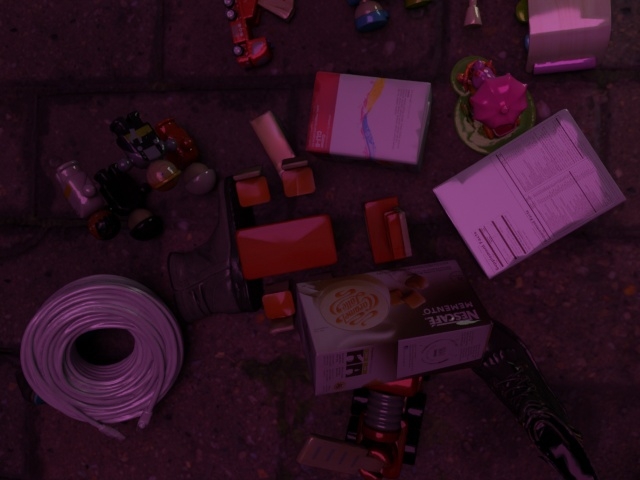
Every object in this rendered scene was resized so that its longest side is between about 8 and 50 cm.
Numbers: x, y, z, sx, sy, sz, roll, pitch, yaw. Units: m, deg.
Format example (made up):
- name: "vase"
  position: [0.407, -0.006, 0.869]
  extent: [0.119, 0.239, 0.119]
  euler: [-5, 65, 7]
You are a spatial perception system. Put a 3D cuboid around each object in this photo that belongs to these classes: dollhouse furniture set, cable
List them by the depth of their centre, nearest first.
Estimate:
- name: "dollhouse furniture set"
  position: [0.000, 0.000, 0.972]
  extent: [0.259, 0.135, 0.262]
  euler: [-11, 101, 1]
- name: "cable"
  position: [-0.359, 0.182, 1.046]
  extent: [0.257, 0.089, 0.257]
  euler: [34, 98, -21]

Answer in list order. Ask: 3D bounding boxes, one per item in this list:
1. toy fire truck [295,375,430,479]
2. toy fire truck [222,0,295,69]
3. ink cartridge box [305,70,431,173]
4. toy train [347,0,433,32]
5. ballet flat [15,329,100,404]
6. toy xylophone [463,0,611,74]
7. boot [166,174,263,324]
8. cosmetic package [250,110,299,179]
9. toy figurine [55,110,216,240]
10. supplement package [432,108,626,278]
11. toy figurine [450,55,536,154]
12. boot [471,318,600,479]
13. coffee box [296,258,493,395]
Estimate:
- name: "toy fire truck"
  position: [0.075, 0.254, 0.928]
  extent: [0.159, 0.246, 0.217]
  euler: [10, 92, 11]
- name: "toy fire truck"
  position: [-0.094, -0.400, 1.067]
  extent: [0.135, 0.047, 0.192]
  euler: [-12, 88, 10]
- name: "ink cartridge box"
  position: [0.082, -0.184, 0.988]
  extent: [0.176, 0.128, 0.127]
  euler: [9, 92, 12]
- name: "toy train"
  position: [0.149, -0.439, 0.996]
  extent: [0.248, 0.105, 0.143]
  euler: [-16, 97, 11]
- name: "ballet flat"
  position: [-0.465, 0.167, 1.121]
  extent: [0.096, 0.095, 0.280]
  euler: [41, 98, 21]
- name: "toy xylophone"
  position: [0.341, -0.423, 0.960]
  extent: [0.236, 0.081, 0.322]
  euler: [6, 91, 11]
- name: "boot"
  position: [-0.197, 0.018, 1.073]
  extent: [0.161, 0.083, 0.246]
  euler: [-8, 87, 17]
- name: "cosmetic package"
  position: [-0.069, -0.157, 1.055]
  extent: [0.041, 0.060, 0.115]
  euler: [-30, 82, 8]
- name: "toy figurine"
  position: [-0.298, -0.095, 1.026]
  extent: [0.213, 0.209, 0.148]
  euler: [-35, 89, 10]
- name: "supplement package"
  position: [0.291, -0.060, 0.912]
  extent: [0.203, 0.194, 0.149]
  euler: [-32, 83, 9]
- name: "toy figurine"
  position: [0.257, -0.223, 0.938]
  extent: [0.130, 0.159, 0.173]
  euler: [-27, 84, 10]
- name: "boot"
  position: [0.297, 0.225, 0.891]
  extent: [0.091, 0.229, 0.263]
  euler: [-42, 82, 9]
- name: "coffee box"
  position: [0.098, 0.121, 0.894]
  extent: [0.247, 0.141, 0.098]
  euler: [-8, 131, -9]
